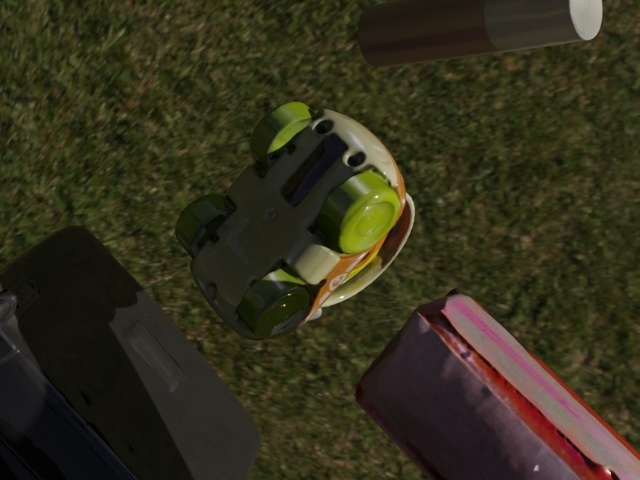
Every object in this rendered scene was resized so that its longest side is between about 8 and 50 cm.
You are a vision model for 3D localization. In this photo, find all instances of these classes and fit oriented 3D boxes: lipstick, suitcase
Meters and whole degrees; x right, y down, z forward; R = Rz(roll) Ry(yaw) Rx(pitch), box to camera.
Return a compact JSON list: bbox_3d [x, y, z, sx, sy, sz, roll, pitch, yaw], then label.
[{"bbox_3d":[0.158,-0.224,1.176,0.070,0.254,0.070,0,89,-50],"label":"lipstick"},{"bbox_3d":[-0.229,0.170,1.156,0.188,0.339,0.345,-39,98,18],"label":"suitcase"}]

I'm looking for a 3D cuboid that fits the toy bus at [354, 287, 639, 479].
[{"bbox_3d":[0.166,0.179,0.910,0.303,0.147,0.127,46,104,19],"label":"toy bus"}]

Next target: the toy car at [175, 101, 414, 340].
[{"bbox_3d":[0.000,0.000,1.109,0.235,0.235,0.145,-30,57,-19],"label":"toy car"}]
